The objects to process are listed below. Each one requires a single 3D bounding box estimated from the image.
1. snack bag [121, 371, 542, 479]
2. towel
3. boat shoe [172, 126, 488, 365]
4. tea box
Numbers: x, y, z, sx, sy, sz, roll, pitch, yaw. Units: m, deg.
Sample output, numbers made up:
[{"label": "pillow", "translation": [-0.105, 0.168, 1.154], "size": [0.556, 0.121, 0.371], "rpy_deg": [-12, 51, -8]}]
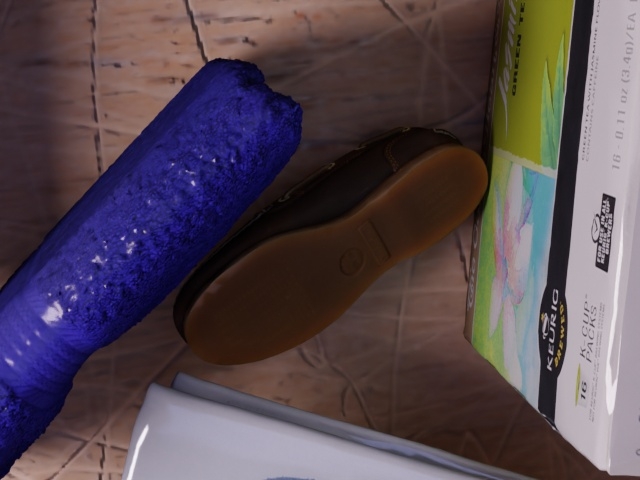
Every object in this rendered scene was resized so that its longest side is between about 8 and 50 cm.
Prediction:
[{"label": "snack bag", "translation": [0.013, 0.276, 0.970], "size": [0.323, 0.037, 0.343], "rpy_deg": [16, 101, -4]}, {"label": "towel", "translation": [-0.126, 0.034, 0.914], "size": [0.076, 0.227, 0.308], "rpy_deg": [42, 90, -11]}, {"label": "boat shoe", "translation": [0.000, 0.000, 0.991], "size": [0.207, 0.073, 0.073], "rpy_deg": [-30, 123, -16]}, {"label": "tea box", "translation": [0.224, -0.067, 0.894], "size": [0.220, 0.323, 0.329], "rpy_deg": [5, 96, -6]}]
